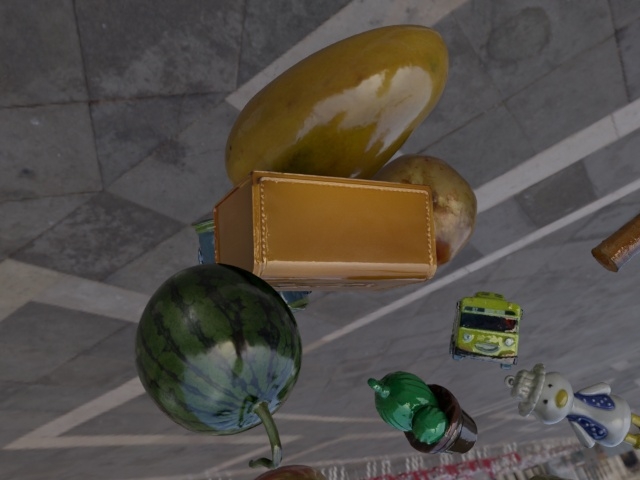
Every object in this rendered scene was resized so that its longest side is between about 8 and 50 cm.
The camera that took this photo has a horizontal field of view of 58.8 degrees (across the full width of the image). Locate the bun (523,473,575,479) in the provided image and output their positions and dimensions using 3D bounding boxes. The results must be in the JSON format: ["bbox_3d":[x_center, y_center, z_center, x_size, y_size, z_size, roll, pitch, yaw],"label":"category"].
[{"bbox_3d":[0.418,0.559,0.969,0.366,0.365,0.219,-21,117,6],"label":"bun"}]

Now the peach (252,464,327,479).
[{"bbox_3d":[-0.075,0.754,1.378,0.389,0.387,0.388,-14,153,-8],"label":"peach"}]

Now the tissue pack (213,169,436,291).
[{"bbox_3d":[0.000,0.000,0.833,0.275,0.145,0.194,3,170,-24],"label":"tissue pack"}]

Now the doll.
[{"bbox_3d":[0.523,0.341,1.171,0.294,0.138,0.119,22,175,9],"label":"doll"}]

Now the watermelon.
[{"bbox_3d":[-0.075,0.103,0.480,0.141,0.187,0.140,-27,140,-25],"label":"watermelon"}]

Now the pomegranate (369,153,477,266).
[{"bbox_3d":[0.204,-0.061,1.246,0.229,0.252,0.270,-54,-179,-10],"label":"pomegranate"}]

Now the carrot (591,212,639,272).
[{"bbox_3d":[0.451,-0.011,0.801,0.139,0.048,0.048,-37,153,-5],"label":"carrot"}]

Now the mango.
[{"bbox_3d":[0.021,-0.197,0.971,0.446,0.232,0.300,-30,174,35],"label":"mango"}]

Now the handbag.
[{"bbox_3d":[-0.145,0.056,1.258,0.223,0.240,0.263,-14,180,2],"label":"handbag"}]

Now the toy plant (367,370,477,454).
[{"bbox_3d":[0.157,0.271,0.885,0.201,0.143,0.105,30,95,-25],"label":"toy plant"}]

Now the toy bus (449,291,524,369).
[{"bbox_3d":[0.345,0.186,1.209,0.128,0.149,0.262,7,175,12],"label":"toy bus"}]
